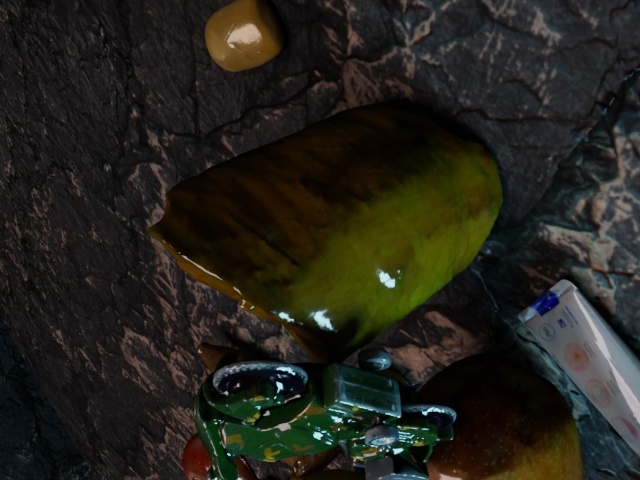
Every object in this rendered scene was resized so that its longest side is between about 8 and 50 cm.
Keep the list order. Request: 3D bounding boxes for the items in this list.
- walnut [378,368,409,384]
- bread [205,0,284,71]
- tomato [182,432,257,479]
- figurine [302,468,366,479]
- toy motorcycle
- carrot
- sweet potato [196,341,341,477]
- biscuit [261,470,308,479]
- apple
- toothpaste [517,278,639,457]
[{"bbox_3d":[0.092,0.227,1.025,0.092,0.092,0.092,29,137,31],"label":"walnut"},{"bbox_3d":[-0.099,-0.248,0.877,0.115,0.056,0.082,2,120,48],"label":"bread"},{"bbox_3d":[-0.237,0.545,1.658,0.225,0.085,0.225,26,135,30],"label":"tomato"},{"bbox_3d":[0.090,0.460,1.096,0.340,0.231,0.324,9,160,35],"label":"figurine"},{"bbox_3d":[-0.005,0.171,0.682,0.187,0.275,0.124,-37,44,41],"label":"toy motorcycle"},{"bbox_3d":[0.000,0.000,0.765,0.241,0.341,0.241,47,154,32],"label":"carrot"},{"bbox_3d":[-0.105,0.284,1.252,0.337,0.131,0.131,27,136,32],"label":"sweet potato"},{"bbox_3d":[-0.023,0.531,1.431,0.320,0.047,0.183,-15,104,53],"label":"biscuit"},{"bbox_3d":[0.190,0.244,0.812,0.230,0.230,0.229,29,137,31],"label":"apple"},{"bbox_3d":[0.332,0.182,0.731,0.323,0.066,0.100,51,149,13],"label":"toothpaste"}]
